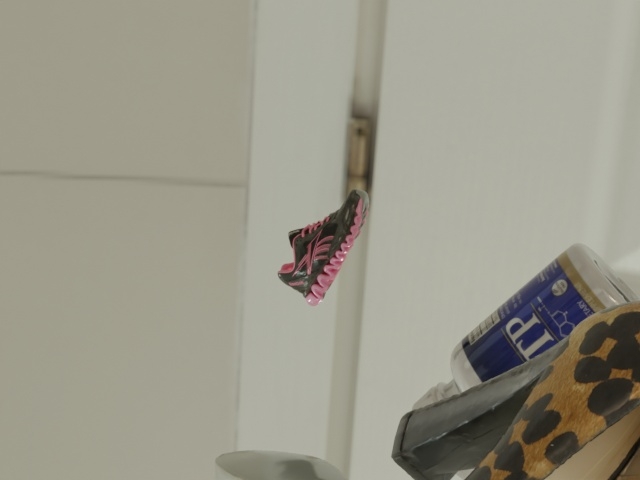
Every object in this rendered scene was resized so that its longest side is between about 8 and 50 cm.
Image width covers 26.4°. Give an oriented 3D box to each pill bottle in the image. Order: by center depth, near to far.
[{"bbox_3d":[0.166,0.101,1.058,0.112,0.187,0.112,43,-166,-14],"label":"pill bottle"}]

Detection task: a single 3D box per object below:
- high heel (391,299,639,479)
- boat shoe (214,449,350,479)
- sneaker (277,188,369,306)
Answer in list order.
[{"bbox_3d":[0.099,0.141,0.540,0.186,0.093,0.261,-29,-144,35],"label":"high heel"},{"bbox_3d":[-0.004,0.191,0.880,0.078,0.070,0.219,-1,-170,-32],"label":"boat shoe"},{"bbox_3d":[0.000,0.000,1.202,0.057,0.119,0.047,31,-156,5],"label":"sneaker"}]
